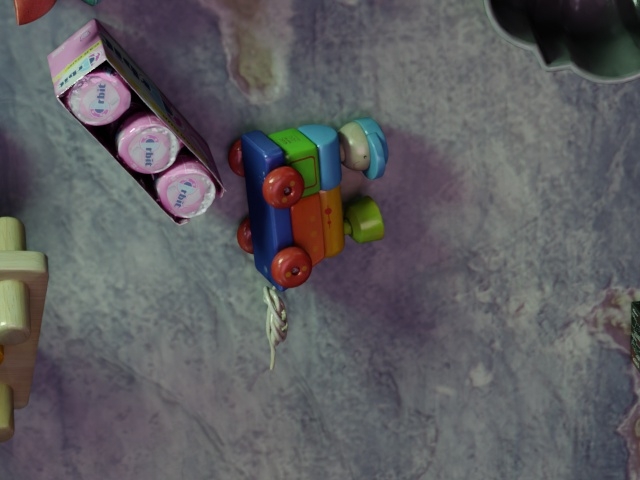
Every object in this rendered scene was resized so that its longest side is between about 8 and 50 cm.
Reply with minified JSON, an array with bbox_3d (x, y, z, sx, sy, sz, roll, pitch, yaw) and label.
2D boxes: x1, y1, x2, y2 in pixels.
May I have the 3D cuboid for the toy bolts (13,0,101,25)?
[{"bbox_3d":[-0.201,-0.291,1.699,0.158,0.218,0.228,-14,137,-13],"label":"toy bolts"}]

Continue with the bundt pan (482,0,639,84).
[{"bbox_3d":[0.280,-0.320,1.820,0.330,0.124,0.331,-3,117,-7],"label":"bundt pan"}]

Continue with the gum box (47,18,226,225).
[{"bbox_3d":[-0.171,-0.107,1.836,0.062,0.107,0.188,-38,118,7],"label":"gum box"}]

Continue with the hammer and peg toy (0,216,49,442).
[{"bbox_3d":[-0.444,0.088,1.818,0.361,0.127,0.266,0,145,-13],"label":"hammer and peg toy"}]

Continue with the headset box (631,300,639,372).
[{"bbox_3d":[0.370,0.105,2.113,0.062,0.032,0.083,-10,119,-8],"label":"headset box"}]

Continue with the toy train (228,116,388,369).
[{"bbox_3d":[0.000,0.000,1.943,0.143,0.105,0.248,-17,120,-20],"label":"toy train"}]
